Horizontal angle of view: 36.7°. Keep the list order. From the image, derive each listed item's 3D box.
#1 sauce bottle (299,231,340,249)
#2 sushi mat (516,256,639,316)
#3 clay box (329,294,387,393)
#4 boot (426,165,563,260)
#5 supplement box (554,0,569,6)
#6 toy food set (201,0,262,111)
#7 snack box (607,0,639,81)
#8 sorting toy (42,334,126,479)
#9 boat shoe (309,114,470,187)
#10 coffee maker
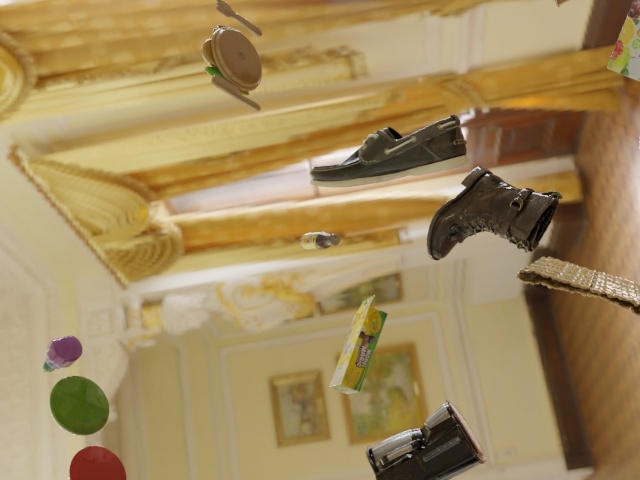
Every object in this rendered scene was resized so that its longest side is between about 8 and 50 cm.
[{"bbox_3d":[0.000,0.000,2.197,0.128,0.042,0.042,-8,93,56],"label":"sauce bottle"},{"bbox_3d":[0.323,0.052,1.155,0.316,0.152,0.019,-6,-67,-73],"label":"sushi mat"},{"bbox_3d":[0.092,0.241,2.231,0.127,0.053,0.222,138,155,-74],"label":"clay box"},{"bbox_3d":[0.374,-0.032,2.101,0.229,0.263,0.091,35,-178,41],"label":"boot"},{"bbox_3d":[0.516,-0.582,1.882,0.129,0.191,0.194,65,-165,10],"label":"supplement box"},{"bbox_3d":[-0.156,-0.320,1.705,0.132,0.039,0.192,29,-131,-41],"label":"toy food set"},{"bbox_3d":[0.507,-0.310,1.459,0.100,0.037,0.141,35,116,42],"label":"snack box"},{"bbox_3d":[-0.501,0.375,1.932,0.127,0.126,0.365,4,-125,-43],"label":"sorting toy"},{"bbox_3d":[0.093,-0.121,1.373,0.084,0.233,0.079,-27,-75,-70],"label":"boat shoe"},{"bbox_3d":[0.196,0.394,1.686,0.171,0.178,0.120,58,-169,-3],"label":"coffee maker"}]
